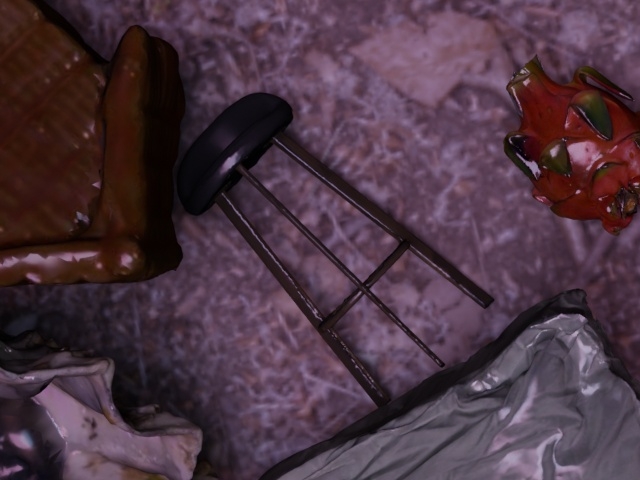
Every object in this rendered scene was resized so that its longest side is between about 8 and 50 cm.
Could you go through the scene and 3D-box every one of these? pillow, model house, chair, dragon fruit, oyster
[{"bbox_3d":[0.114,0.210,0.974,0.310,0.138,0.283,-35,101,28],"label":"pillow"},{"bbox_3d":[-0.176,-0.054,0.983,0.229,0.199,0.219,45,83,5],"label":"model house"},{"bbox_3d":[0.000,0.000,1.023,0.221,0.095,0.104,45,90,5],"label":"chair"},{"bbox_3d":[0.156,-0.061,0.991,0.116,0.081,0.086,38,99,9],"label":"dragon fruit"},{"bbox_3d":[-0.236,0.109,1.009,0.351,0.115,0.238,8,135,22],"label":"oyster"}]
